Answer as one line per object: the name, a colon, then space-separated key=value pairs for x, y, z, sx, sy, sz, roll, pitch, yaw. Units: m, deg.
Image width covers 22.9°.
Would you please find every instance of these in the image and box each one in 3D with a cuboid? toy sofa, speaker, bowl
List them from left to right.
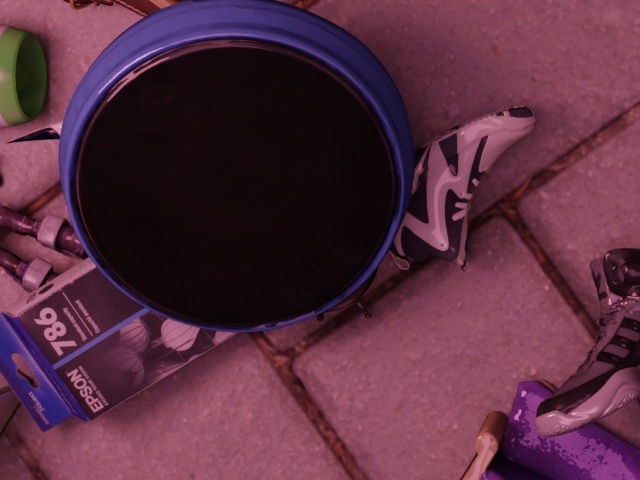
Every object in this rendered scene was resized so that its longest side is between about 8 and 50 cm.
speaker: x=-0.490 y=-0.199 z=1.913 sx=0.296 sy=0.131 sz=0.131 roll=2 pitch=94 yaw=11
bowl: x=-0.090 y=-0.070 z=1.715 sx=0.391 sy=0.077 sz=0.391 roll=0 pitch=119 yaw=-1
toy sofa: x=0.327 y=0.319 z=1.773 sx=0.362 sy=0.150 sz=0.177 roll=32 pitch=101 yaw=8

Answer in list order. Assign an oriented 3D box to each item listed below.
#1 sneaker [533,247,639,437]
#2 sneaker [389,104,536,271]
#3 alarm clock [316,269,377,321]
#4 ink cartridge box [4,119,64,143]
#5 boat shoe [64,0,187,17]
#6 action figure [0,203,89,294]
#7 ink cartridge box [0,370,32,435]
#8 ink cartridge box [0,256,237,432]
sneaker: x=0.325 y=0.101 z=1.767 sx=0.268 sy=0.101 sz=0.153 roll=-32 pitch=80 yaw=-10
sneaker: x=0.162 y=-0.048 z=1.812 sx=0.235 sy=0.094 sz=0.153 roll=-27 pitch=95 yaw=6
alarm clock: x=0.000 y=0.000 z=1.863 sx=0.129 sy=0.064 sz=0.192 roll=-4 pitch=90 yaw=12
ink cartridge box: x=-0.161 y=-0.152 z=1.823 sx=0.371 sy=0.176 sz=0.069 roll=-16 pitch=92 yaw=12
boat shoe: x=-0.269 y=-0.339 z=1.877 sx=0.342 sy=0.123 sz=0.123 roll=33 pitch=132 yaw=-4
action figure: x=-0.419 y=-0.017 z=1.910 sx=0.285 sy=0.099 sz=0.185 roll=27 pitch=80 yaw=-2
ink cartridge box: x=-0.468 y=0.237 z=1.873 sx=0.097 sy=0.255 sz=0.189 roll=34 pitch=99 yaw=7
ink cartridge box: x=-0.234 y=0.094 z=1.865 sx=0.332 sy=0.065 sz=0.165 roll=-32 pitch=107 yaw=4
